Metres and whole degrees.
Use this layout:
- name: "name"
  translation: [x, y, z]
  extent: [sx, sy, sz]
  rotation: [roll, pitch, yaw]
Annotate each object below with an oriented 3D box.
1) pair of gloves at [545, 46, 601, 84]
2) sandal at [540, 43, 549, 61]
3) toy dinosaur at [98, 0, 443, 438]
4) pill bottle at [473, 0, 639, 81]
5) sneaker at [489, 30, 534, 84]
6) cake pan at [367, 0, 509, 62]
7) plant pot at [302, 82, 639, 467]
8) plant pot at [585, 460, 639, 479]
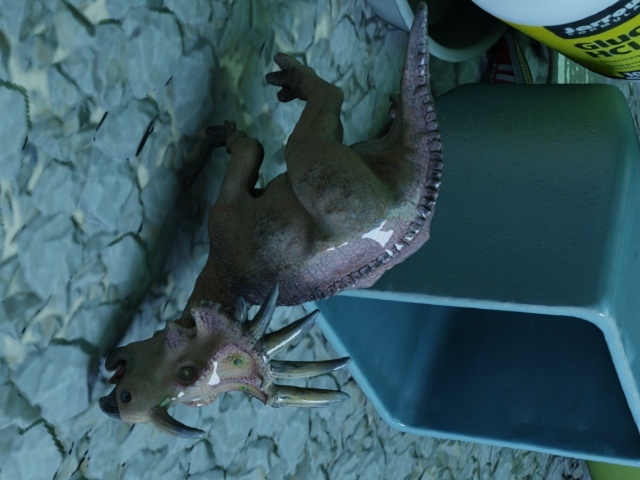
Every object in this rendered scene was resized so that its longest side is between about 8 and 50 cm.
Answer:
- name: "pair of gloves"
  translation: [0.284, -0.228, 1.242]
  extent: [0.240, 0.042, 0.204]
  rotation: [-18, 112, -37]
- name: "sandal"
  translation: [0.351, -0.326, 1.357]
  extent: [0.416, 0.102, 0.169]
  rotation: [-57, 143, -27]
- name: "toy dinosaur"
  translation: [0.000, 0.000, 0.811]
  extent: [0.127, 0.295, 0.200]
  rotation: [31, 31, -32]
- name: "pill bottle"
  translation: [0.200, -0.237, 0.969]
  extent: [0.334, 0.188, 0.188]
  rotation: [8, 93, -58]
- name: "sneaker"
  translation: [0.164, -0.136, 1.196]
  extent: [0.042, 0.067, 0.118]
  rotation: [41, 36, -52]
- name: "cake pan"
  translation: [0.103, -0.291, 1.028]
  extent: [0.293, 0.054, 0.293]
  rotation: [-25, 120, -52]
- name: "plant pot"
  translation: [0.164, 0.007, 1.064]
  extent: [0.247, 0.248, 0.252]
  rotation: [57, 45, -49]
- name: "plant pot"
  translation: [0.412, 0.213, 1.529]
  extent: [0.293, 0.275, 0.275]
  rotation: [49, 58, -33]
